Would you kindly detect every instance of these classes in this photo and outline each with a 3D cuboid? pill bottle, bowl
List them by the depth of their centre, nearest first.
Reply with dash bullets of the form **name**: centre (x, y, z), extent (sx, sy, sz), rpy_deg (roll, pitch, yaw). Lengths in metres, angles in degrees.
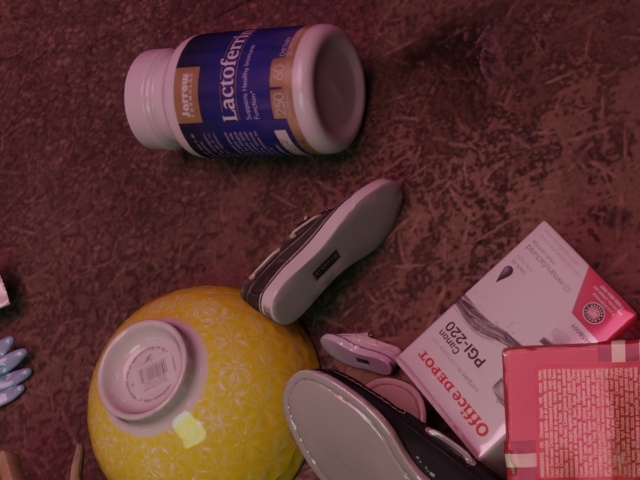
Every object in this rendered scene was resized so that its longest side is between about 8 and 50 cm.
- **bowl**: centre (-0.157, 0.167, 1.742), extent (0.289, 0.156, 0.289), rpy_deg (-12, 62, 24)
- **pill bottle**: centre (-0.093, -0.174, 1.868), extent (0.265, 0.153, 0.153), rpy_deg (-1, 67, 30)

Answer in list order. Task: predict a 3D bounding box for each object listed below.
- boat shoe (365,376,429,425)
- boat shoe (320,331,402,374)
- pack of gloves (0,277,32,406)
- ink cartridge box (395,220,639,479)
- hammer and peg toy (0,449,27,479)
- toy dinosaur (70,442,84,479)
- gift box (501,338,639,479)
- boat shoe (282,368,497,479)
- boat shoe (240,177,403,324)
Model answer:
- **boat shoe**: centre (0.042, 0.307, 1.616), extent (0.112, 0.095, 0.335), rpy_deg (15, 78, 5)
- **boat shoe**: centre (0.047, 0.118, 1.729), extent (0.100, 0.035, 0.035), rpy_deg (14, 48, 37)
- **pack of gloves**: centre (-0.487, 0.140, 1.947), extent (0.232, 0.046, 0.195), rpy_deg (-25, 81, 0)
- **ink cartridge box**: centre (0.210, 0.113, 1.600), extent (0.218, 0.092, 0.158), rpy_deg (-45, 54, 6)
- **hammer and peg toy**: centre (-0.408, 0.428, 1.679), extent (0.361, 0.127, 0.266), rpy_deg (-52, 37, 17)
- **toy dinosaur**: centre (-0.224, 0.335, 1.686), extent (0.064, 0.118, 0.268), rpy_deg (-35, 74, 6)
- **gift box**: centre (0.307, 0.213, 1.380), extent (0.276, 0.258, 0.255), rpy_deg (2, 83, 14)
- **boat shoe**: centre (0.092, 0.232, 1.540), extent (0.302, 0.091, 0.114), rpy_deg (46, 128, 11)
- **boat shoe**: centre (0.000, 0.000, 1.754), extent (0.219, 0.077, 0.070), rpy_deg (-42, 46, -21)
